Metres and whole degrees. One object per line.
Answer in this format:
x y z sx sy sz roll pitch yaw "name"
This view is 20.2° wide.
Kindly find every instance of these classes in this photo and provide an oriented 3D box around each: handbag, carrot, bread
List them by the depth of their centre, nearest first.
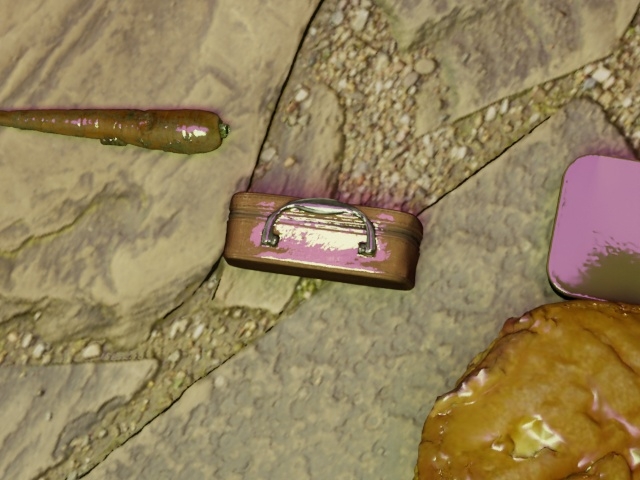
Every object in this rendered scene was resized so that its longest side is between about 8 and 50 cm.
0.257 0.238 1.616 0.398 0.215 0.398 6 63 -13 "bread"
0.000 0.000 1.753 0.193 0.151 0.072 9 85 6 "handbag"
-0.218 -0.117 1.837 0.254 0.049 0.049 5 83 7 "carrot"

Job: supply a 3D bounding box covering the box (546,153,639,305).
0.325 0.003 1.761 0.201 0.090 0.144 9 83 5 "box"
